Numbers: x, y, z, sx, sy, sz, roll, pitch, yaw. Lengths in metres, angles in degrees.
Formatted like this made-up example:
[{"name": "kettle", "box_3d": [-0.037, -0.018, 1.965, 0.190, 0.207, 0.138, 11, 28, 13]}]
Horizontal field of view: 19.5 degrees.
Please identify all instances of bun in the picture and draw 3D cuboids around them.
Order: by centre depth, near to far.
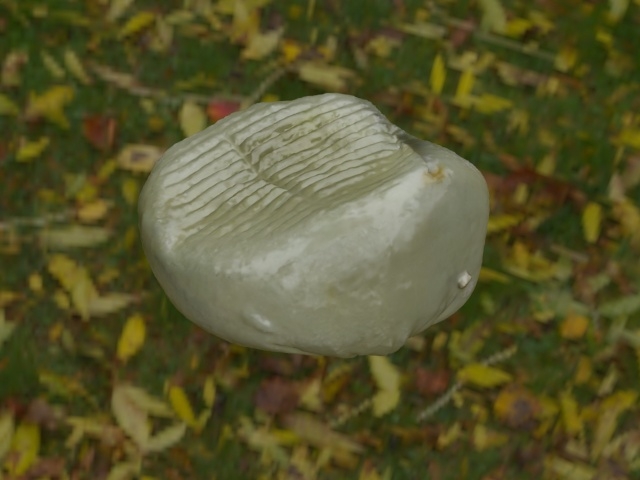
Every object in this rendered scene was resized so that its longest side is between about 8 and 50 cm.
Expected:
[{"name": "bun", "box_3d": [0.000, 0.000, 1.209, 0.229, 0.145, 0.229, -12, 37, 9]}]
